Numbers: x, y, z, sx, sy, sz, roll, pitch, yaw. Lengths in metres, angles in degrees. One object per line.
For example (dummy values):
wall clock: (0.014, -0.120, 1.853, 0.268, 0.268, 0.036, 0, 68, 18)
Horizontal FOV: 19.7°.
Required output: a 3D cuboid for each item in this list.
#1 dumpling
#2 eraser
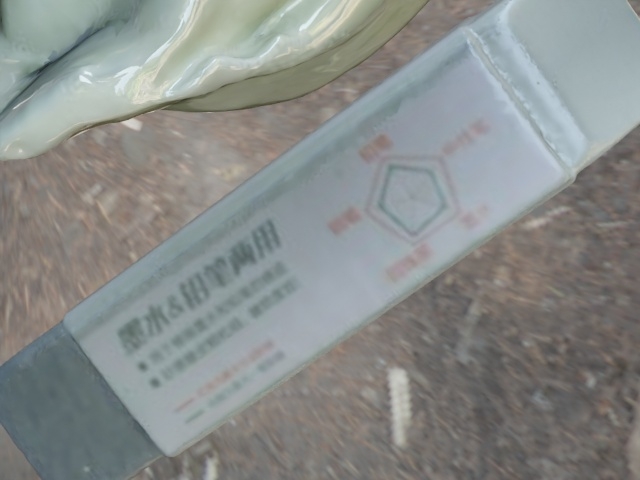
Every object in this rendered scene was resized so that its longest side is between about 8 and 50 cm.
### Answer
dumpling: (-0.024, -0.114, 0.478, 0.132, 0.162, 0.250, 42, 62, -28)
eraser: (0.000, 0.000, 0.857, 0.352, 0.061, 0.089, -35, 97, 15)
